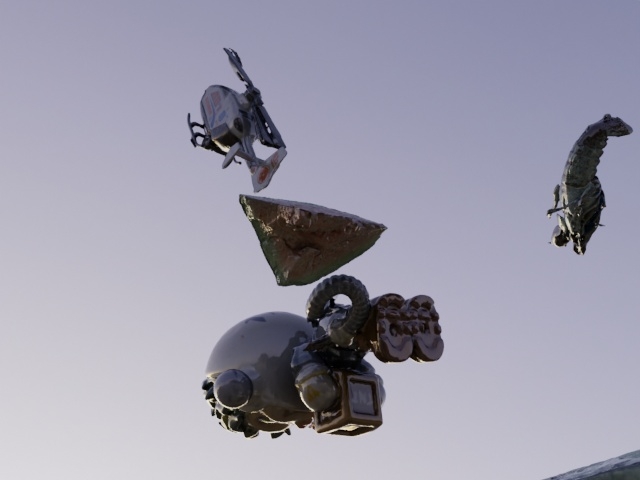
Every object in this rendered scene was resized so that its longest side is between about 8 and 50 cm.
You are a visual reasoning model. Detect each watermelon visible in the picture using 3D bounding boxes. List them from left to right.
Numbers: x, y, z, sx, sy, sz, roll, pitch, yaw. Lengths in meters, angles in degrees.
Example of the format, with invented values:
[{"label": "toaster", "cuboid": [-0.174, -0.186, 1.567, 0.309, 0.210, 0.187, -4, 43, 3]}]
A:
[{"label": "watermelon", "cuboid": [-0.002, -0.001, 0.948, 0.155, 0.101, 0.080, -5, 7, -42]}]

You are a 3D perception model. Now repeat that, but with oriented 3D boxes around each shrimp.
[{"label": "shrimp", "cuboid": [0.292, -0.063, 1.013, 0.076, 0.082, 0.174, -1, -62, -24]}]

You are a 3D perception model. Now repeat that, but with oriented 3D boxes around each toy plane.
[{"label": "toy plane", "cuboid": [-0.080, -0.107, 0.854, 0.053, 0.197, 0.078, 22, -63, -35]}]

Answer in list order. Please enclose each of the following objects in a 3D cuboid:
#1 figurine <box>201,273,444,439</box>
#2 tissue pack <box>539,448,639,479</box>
[{"label": "figurine", "cuboid": [-0.010, 0.171, 1.166, 0.261, 0.186, 0.382, 21, -29, -36]}, {"label": "tissue pack", "cuboid": [0.181, 0.266, 0.524, 0.185, 0.257, 0.081, -24, -12, 18]}]
